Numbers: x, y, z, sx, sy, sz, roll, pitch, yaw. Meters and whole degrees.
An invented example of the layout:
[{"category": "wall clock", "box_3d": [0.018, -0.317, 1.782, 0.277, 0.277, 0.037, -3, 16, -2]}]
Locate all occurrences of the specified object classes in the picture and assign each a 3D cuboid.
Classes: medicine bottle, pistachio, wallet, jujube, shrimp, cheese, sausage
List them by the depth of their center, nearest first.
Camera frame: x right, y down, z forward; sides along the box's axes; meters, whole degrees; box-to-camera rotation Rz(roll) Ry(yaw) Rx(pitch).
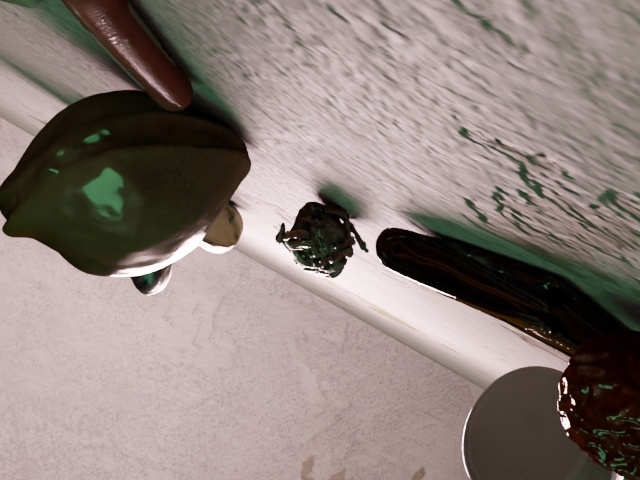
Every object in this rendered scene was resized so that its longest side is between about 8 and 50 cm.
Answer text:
[{"category": "sausage", "box_3d": [-0.113, -0.118, 0.573, 0.029, 0.029, 0.223, 27, 175, 10]}, {"category": "jujube", "box_3d": [0.244, 0.116, 0.610, 0.176, 0.109, 0.112, 14, -157, 39]}, {"category": "wallet", "box_3d": [0.151, 0.052, 0.770, 0.161, 0.042, 0.195, 33, 173, -42]}, {"category": "pistachio", "box_3d": [-0.156, -0.054, 0.826, 0.213, 0.162, 0.260, -15, -179, -35]}, {"category": "shrimp", "box_3d": [0.000, -0.001, 0.923, 0.073, 0.075, 0.190, 60, 170, 12]}, {"category": "medicine bottle", "box_3d": [0.346, 0.296, 1.214, 0.340, 0.208, 0.208, 33, 173, -40]}, {"category": "cheese", "box_3d": [-0.238, -0.060, 1.516, 0.286, 0.082, 0.163, 24, 171, 46]}]

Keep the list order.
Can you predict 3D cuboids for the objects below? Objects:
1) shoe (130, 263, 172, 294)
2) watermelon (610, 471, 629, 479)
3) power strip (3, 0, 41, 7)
[{"category": "shoe", "box_3d": [-0.315, -0.025, 1.393, 0.114, 0.137, 0.291, 27, 145, 53]}, {"category": "watermelon", "box_3d": [0.372, 0.185, 0.920, 0.202, 0.136, 0.207, -7, 144, -4]}, {"category": "power strip", "box_3d": [-0.240, -0.184, 0.604, 0.253, 0.027, 0.060, 24, 173, 43]}]
